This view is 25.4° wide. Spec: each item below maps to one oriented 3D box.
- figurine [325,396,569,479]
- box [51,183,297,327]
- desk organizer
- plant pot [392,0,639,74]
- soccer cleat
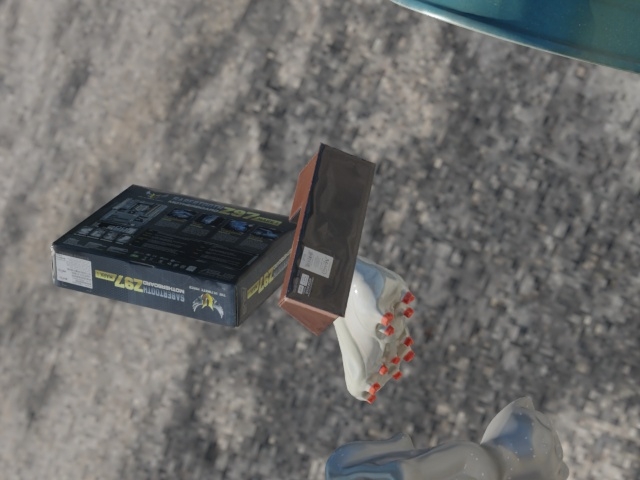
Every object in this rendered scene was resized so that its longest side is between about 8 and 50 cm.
[{"bbox_3d":[0.127,0.218,0.988,0.092,0.209,0.214,-35,72,44],"label":"figurine"},{"bbox_3d":[-0.156,0.013,1.593,0.183,0.233,0.059,-47,-36,-55],"label":"box"},{"bbox_3d":[0.000,0.000,1.044,0.050,0.047,0.130,134,153,-58],"label":"desk organizer"},{"bbox_3d":[0.222,-0.300,1.239,0.271,0.272,0.255,-134,57,-63],"label":"plant pot"},{"bbox_3d":[0.042,0.076,1.268,0.068,0.076,0.196,-40,-24,-24],"label":"soccer cleat"}]
